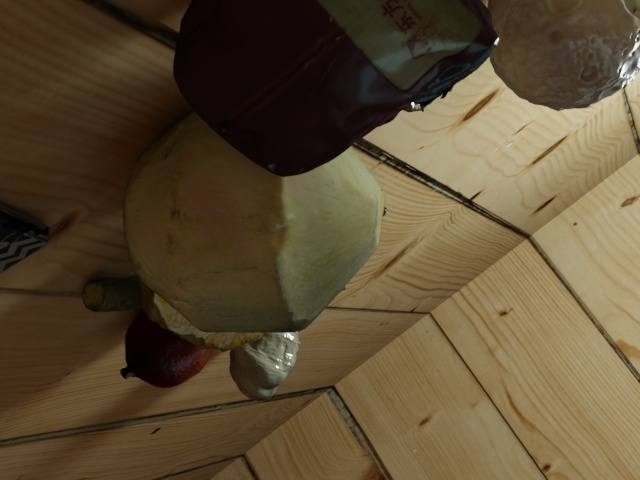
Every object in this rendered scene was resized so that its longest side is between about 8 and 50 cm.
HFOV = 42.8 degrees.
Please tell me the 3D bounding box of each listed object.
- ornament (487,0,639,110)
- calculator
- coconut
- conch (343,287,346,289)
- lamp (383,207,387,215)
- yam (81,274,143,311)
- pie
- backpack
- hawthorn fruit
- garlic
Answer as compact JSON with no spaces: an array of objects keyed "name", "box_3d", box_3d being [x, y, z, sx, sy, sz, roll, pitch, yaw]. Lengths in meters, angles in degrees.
[{"name":"ornament","box_3d":[0.367,-0.325,1.246,0.225,0.260,0.259,-32,166,39]},{"name":"calculator","box_3d":[-0.467,0.000,1.012,0.165,0.028,0.274,-32,159,5]},{"name":"coconut","box_3d":[-0.081,-0.042,1.127,0.352,0.353,0.353,-30,161,-12]},{"name":"conch","box_3d":[-0.010,-0.003,1.574,0.172,0.131,0.200,-50,137,-44]},{"name":"lamp","box_3d":[0.031,-0.006,1.696,0.250,0.101,0.101,-38,161,21]},{"name":"yam","box_3d":[-0.293,0.089,1.451,0.066,0.066,0.299,-43,159,25]},{"name":"pie","box_3d":[-0.153,0.054,1.402,0.339,0.083,0.340,-17,132,-20]},{"name":"backpack","box_3d":[-0.004,-0.223,0.897,0.317,0.283,0.197,-38,-164,24]},{"name":"hawthorn fruit","box_3d":[-0.303,0.200,1.571,0.188,0.169,0.169,-25,159,-15]},{"name":"garlic","box_3d":[-0.171,0.256,1.940,0.212,0.219,0.218,23,131,-22]}]
